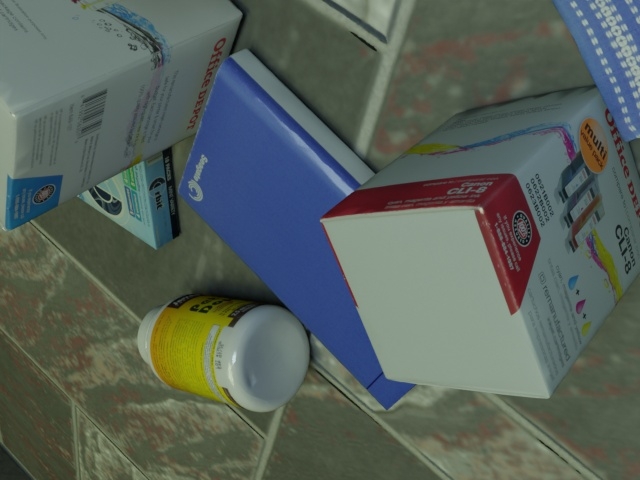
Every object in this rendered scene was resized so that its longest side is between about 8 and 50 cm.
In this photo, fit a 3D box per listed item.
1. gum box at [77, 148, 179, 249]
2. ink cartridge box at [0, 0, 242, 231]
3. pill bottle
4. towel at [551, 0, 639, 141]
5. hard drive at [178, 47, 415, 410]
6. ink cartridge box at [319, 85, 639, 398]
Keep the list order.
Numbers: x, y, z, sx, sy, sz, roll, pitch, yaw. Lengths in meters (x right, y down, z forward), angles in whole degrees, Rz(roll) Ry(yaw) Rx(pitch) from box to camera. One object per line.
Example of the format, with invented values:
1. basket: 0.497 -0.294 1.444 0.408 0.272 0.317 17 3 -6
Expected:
1. gum box: -0.250 -0.096 0.961 0.184 0.041 0.157 31 138 29
2. ink cartridge box: -0.222 -0.160 0.717 0.168 0.232 0.171 48 144 10
3. pill bottle: -0.122 0.124 0.939 0.214 0.117 0.117 2 121 46
4. towel: 0.197 -0.169 0.337 0.243 0.040 0.336 54 158 -11
5. hard drive: 0.000 0.000 0.769 0.319 0.040 0.210 45 143 10
6. ink cartridge box: 0.116 -0.005 0.528 0.127 0.176 0.128 -4 117 46
